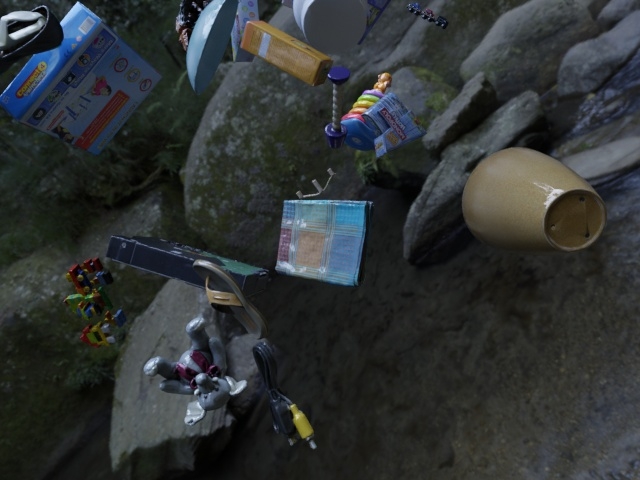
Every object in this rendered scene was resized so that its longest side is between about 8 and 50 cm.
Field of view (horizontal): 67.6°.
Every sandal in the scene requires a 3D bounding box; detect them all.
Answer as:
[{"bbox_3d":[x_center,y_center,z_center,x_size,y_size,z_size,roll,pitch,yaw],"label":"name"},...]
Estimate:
[{"bbox_3d":[-0.160,0.106,0.822,0.049,0.180,0.072,-41,5,-35],"label":"sandal"}]

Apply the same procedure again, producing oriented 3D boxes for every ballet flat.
[{"bbox_3d":[-0.659,-0.405,0.977,0.280,0.095,0.096,-55,-6,-35],"label":"ballet flat"}]

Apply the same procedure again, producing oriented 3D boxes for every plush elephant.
[{"bbox_3d":[-0.424,0.504,1.728,0.272,0.330,0.255,-39,38,-19],"label":"plush elephant"}]

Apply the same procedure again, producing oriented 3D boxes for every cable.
[{"bbox_3d":[-0.097,0.373,1.168,0.072,0.287,0.139,-21,3,-30],"label":"cable"}]

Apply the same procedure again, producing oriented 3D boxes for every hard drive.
[{"bbox_3d":[-0.315,0.061,1.191,0.237,0.339,0.064,3,-78,-84],"label":"hard drive"}]

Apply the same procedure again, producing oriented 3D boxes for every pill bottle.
[{"bbox_3d":[0.015,-0.509,0.997,0.153,0.153,0.264,-38,40,30],"label":"pill bottle"}]

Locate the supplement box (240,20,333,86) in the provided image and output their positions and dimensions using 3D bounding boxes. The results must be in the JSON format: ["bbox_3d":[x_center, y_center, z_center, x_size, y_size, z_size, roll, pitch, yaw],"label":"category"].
[{"bbox_3d":[-0.088,-0.488,1.247,0.078,0.234,0.080,-42,-21,-56],"label":"supplement box"}]

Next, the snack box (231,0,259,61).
[{"bbox_3d":[-0.242,-0.692,1.503,0.174,0.070,0.206,-176,81,-73],"label":"snack box"}]

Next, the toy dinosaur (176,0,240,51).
[{"bbox_3d":[-0.347,-0.644,1.390,0.218,0.164,0.321,-41,58,39],"label":"toy dinosaur"}]

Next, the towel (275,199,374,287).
[{"bbox_3d":[0.000,0.000,1.570,0.370,0.040,0.271,6,88,40],"label":"towel"}]

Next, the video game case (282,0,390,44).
[{"bbox_3d":[0.059,-0.657,1.217,0.269,0.244,0.061,-36,34,63],"label":"video game case"}]

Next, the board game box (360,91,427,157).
[{"bbox_3d":[0.237,-0.381,1.620,0.194,0.194,0.060,-44,11,-26],"label":"board game box"}]

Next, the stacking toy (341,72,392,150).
[{"bbox_3d":[0.191,-0.497,1.777,0.166,0.175,0.301,6,68,57],"label":"stacking toy"}]

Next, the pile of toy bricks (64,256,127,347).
[{"bbox_3d":[-0.560,0.147,1.145,0.105,0.212,0.118,-11,26,8],"label":"pile of toy bricks"}]

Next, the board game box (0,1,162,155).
[{"bbox_3d":[-0.606,-0.400,1.249,0.308,0.086,0.302,-49,-9,1],"label":"board game box"}]

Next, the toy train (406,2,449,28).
[{"bbox_3d":[0.368,-0.772,1.636,0.036,0.158,0.027,-64,-12,28],"label":"toy train"}]

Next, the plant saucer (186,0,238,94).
[{"bbox_3d":[-0.201,-0.361,0.859,0.194,0.038,0.195,-62,10,20],"label":"plant saucer"}]

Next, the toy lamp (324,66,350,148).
[{"bbox_3d":[0.052,-0.413,1.523,0.274,0.080,0.080,90,-162,-50],"label":"toy lamp"}]

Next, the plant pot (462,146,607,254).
[{"bbox_3d":[0.447,-0.065,0.968,0.237,0.237,0.254,-48,11,7],"label":"plant pot"}]

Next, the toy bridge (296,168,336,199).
[{"bbox_3d":[-0.010,-0.231,2.036,0.188,0.063,0.026,-34,9,14],"label":"toy bridge"}]
